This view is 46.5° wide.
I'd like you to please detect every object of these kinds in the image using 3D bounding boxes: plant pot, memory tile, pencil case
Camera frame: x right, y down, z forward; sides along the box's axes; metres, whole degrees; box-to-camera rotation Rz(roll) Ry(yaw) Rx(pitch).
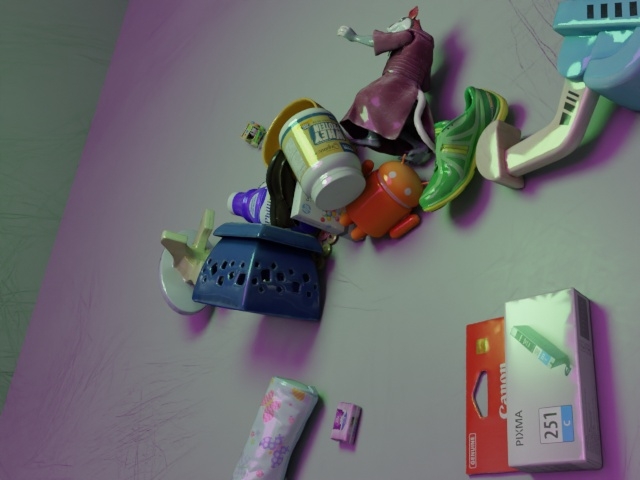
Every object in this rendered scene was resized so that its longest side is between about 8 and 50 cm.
[{"bbox_3d":[-0.143,0.073,1.819,0.236,0.236,0.212,4,82,50],"label":"plant pot"},{"bbox_3d":[0.000,0.000,1.903,0.113,0.012,0.148,23,87,52],"label":"memory tile"},{"bbox_3d":[-0.101,0.444,1.676,0.124,0.113,0.273,13,79,42],"label":"pencil case"},{"bbox_3d":[-0.013,-0.231,1.910,0.205,0.188,0.205,-28,49,37],"label":"plant pot"}]

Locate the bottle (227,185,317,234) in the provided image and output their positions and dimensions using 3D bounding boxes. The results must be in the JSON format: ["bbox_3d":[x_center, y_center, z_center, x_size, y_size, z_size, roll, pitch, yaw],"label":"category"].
[{"bbox_3d":[-0.128,-0.085,1.974,0.283,0.092,0.118,10,89,39],"label":"bottle"}]

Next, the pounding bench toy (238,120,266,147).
[{"bbox_3d":[-0.202,-0.327,2.299,0.065,0.052,0.083,-58,38,6],"label":"pounding bench toy"}]

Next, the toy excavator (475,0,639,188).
[{"bbox_3d":[0.504,-0.299,1.357,0.433,0.222,0.445,18,91,54],"label":"toy excavator"}]

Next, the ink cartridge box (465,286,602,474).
[{"bbox_3d":[0.347,0.252,1.306,0.261,0.066,0.296,-20,54,41],"label":"ink cartridge box"}]

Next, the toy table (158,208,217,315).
[{"bbox_3d":[-0.349,0.057,2.117,0.161,0.252,0.274,-48,46,46],"label":"toy table"}]

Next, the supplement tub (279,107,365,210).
[{"bbox_3d":[0.005,-0.181,1.666,0.144,0.144,0.199,-42,59,26],"label":"supplement tub"}]

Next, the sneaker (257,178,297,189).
[{"bbox_3d":[-0.117,-0.144,2.076,0.086,0.085,0.237,44,116,15],"label":"sneaker"}]

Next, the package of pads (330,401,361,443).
[{"bbox_3d":[0.054,0.390,1.593,0.050,0.032,0.083,-5,65,46],"label":"package of pads"}]

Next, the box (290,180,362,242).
[{"bbox_3d":[0.026,-0.092,1.783,0.038,0.186,0.145,-28,48,55],"label":"box"}]

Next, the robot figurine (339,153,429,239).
[{"bbox_3d":[0.142,-0.095,1.698,0.219,0.128,0.158,-42,43,25],"label":"robot figurine"}]

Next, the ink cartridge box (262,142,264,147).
[{"bbox_3d":[-0.137,-0.309,2.232,0.048,0.028,0.083,21,85,52],"label":"ink cartridge box"}]

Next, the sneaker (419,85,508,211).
[{"bbox_3d":[0.281,-0.193,1.582,0.295,0.123,0.109,-60,5,-5],"label":"sneaker"}]

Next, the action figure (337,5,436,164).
[{"bbox_3d":[0.187,-0.380,1.719,0.276,0.248,0.370,6,76,50],"label":"action figure"}]

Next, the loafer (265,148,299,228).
[{"bbox_3d":[-0.080,-0.122,1.799,0.078,0.220,0.080,10,41,14],"label":"loafer"}]
